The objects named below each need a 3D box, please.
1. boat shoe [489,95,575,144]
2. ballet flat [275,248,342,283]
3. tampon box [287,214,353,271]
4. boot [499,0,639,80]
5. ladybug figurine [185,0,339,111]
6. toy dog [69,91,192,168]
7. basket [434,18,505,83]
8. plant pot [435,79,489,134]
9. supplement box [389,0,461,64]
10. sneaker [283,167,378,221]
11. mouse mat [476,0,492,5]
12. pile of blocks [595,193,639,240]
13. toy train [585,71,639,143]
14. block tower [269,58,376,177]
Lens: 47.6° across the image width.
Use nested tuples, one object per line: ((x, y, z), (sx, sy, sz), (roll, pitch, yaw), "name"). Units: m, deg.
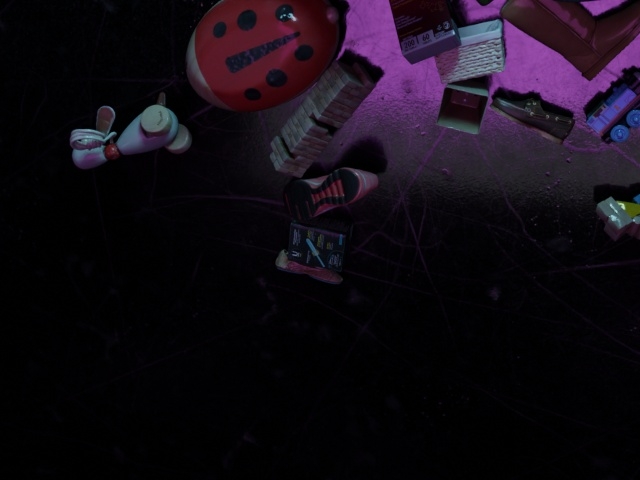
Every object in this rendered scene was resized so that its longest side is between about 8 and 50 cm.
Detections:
((0.519, -0.310, 1.775), (0.206, 0.073, 0.073), (23, 118, -4), "boat shoe")
((-0.031, 0.072, 2.126), (0.206, 0.073, 0.067), (14, 104, 5), "ballet flat")
((0.000, 0.000, 2.059), (0.160, 0.101, 0.121), (13, 118, 11), "tampon box")
((0.583, -0.523, 1.640), (0.269, 0.089, 0.236), (38, 119, -3), "boot")
((-0.159, -0.480, 1.831), (0.449, 0.162, 0.305), (-23, 107, 24), "ladybug figurine")
((-0.530, -0.315, 2.017), (0.333, 0.161, 0.220), (-7, 158, -11), "toy dog")
((0.355, -0.448, 1.729), (0.167, 0.113, 0.103), (-7, 117, 20), "basket")
((0.354, -0.341, 1.783), (0.109, 0.096, 0.109), (16, 132, 9), "plant pot")
((0.231, -0.545, 1.673), (0.130, 0.073, 0.240), (-18, 76, 22), "supplement box")
((0.030, -0.125, 1.985), (0.313, 0.136, 0.116), (-10, 91, 44), "sneaker")
((0.403, -0.639, 1.647), (0.189, 0.007, 0.152), (-33, 121, 30), "mouse mat")
((0.872, -0.040, 1.802), (0.362, 0.149, 0.113), (17, 163, 18), "pile of blocks")
((0.719, -0.314, 1.711), (0.105, 0.080, 0.184), (41, 120, 1), "toy train")
((-0.005, -0.317, 1.888), (0.097, 0.091, 0.335), (13, 130, -43), "block tower")
